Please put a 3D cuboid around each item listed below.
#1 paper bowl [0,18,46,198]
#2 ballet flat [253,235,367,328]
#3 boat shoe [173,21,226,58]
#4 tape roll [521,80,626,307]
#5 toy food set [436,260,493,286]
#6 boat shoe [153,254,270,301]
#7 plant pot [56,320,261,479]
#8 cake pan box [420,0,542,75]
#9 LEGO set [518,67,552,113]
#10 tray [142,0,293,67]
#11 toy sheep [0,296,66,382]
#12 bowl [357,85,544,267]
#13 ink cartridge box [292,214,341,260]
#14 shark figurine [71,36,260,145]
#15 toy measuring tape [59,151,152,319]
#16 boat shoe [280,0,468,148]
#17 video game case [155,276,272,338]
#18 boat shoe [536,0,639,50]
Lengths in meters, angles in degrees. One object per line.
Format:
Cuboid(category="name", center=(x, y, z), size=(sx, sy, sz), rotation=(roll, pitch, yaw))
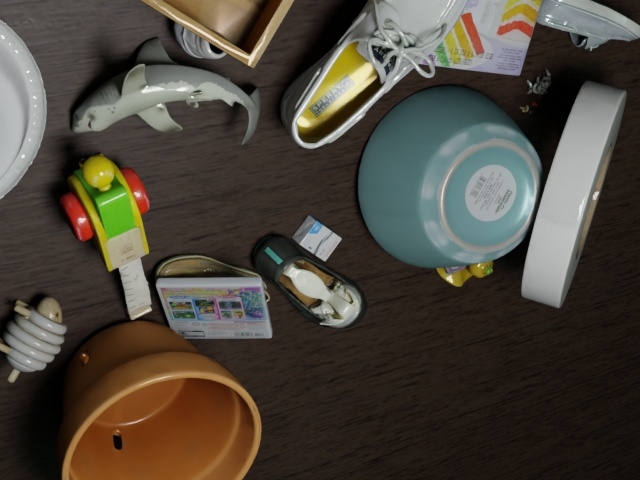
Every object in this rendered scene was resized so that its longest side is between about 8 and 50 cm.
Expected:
Cuboid(category="paper bowl", center=(-0.465, -0.150, 1.194), size=(0.284, 0.148, 0.284), rotation=(-16, 123, -27))
Cuboid(category="ballet flat", center=(-0.001, 0.089, 1.657), size=(0.280, 0.096, 0.095), rotation=(34, 93, -40))
Cuboid(category="boat shoe", center=(-0.107, -0.364, 1.334), size=(0.096, 0.088, 0.267), rotation=(27, 90, -42))
Cuboid(category="tape roll", center=(0.431, -0.075, 1.723), size=(0.392, 0.072, 0.392), rotation=(17, 90, -74))
Cuboid(category="toy food set", center=(0.262, -0.005, 1.793), size=(0.128, 0.071, 0.218), rotation=(-32, 128, -15))
Cuboid(category="boat shoe", center=(-0.160, 0.066, 1.557), size=(0.190, 0.072, 0.068), rotation=(6, 111, -35))
Cuboid(category="plant pot", center=(-0.257, 0.255, 1.500), size=(0.291, 0.203, 0.291), rotation=(-13, 125, -20))
Cuboid(category="cake pan box", center=(0.228, -0.389, 1.566), size=(0.267, 0.070, 0.246), rotation=(2, 112, -33))
Cuboid(category="LEGO set", center=(0.379, -0.257, 1.762), size=(0.054, 0.023, 0.083), rotation=(-2, 115, -32))
Cuboid(category="tray", center=(-0.207, -0.399, 1.203), size=(0.411, 0.076, 0.203), rotation=(29, 95, -24))
Cuboid(category="toy sheep", center=(-0.408, 0.139, 1.430), size=(0.091, 0.091, 0.132), rotation=(29, 92, -40))
Cuboid(category="bowl", center=(0.231, -0.084, 1.624), size=(0.311, 0.163, 0.312), rotation=(-5, 106, -19))
Cuboid(category="ink cartridge box", center=(0.000, 0.000, 1.653), size=(0.083, 0.028, 0.048), rotation=(34, 94, -41))
Cuboid(category="shark figurine", center=(-0.191, -0.220, 1.370), size=(0.278, 0.116, 0.166), rotation=(-4, 151, -23))
Cuboid(category="toy measuring tape", center=(-0.295, -0.015, 1.431), size=(0.121, 0.121, 0.330), rotation=(-27, 149, -18))
Cuboid(category="boat shoe", center=(0.084, -0.268, 1.429), size=(0.367, 0.156, 0.136), rotation=(-42, 111, 11))
Cuboid(category="video game case", center=(-0.158, 0.103, 1.536), size=(0.157, 0.019, 0.143), rotation=(0, 141, 5))
Cuboid(category="boat shoe", center=(0.451, -0.369, 1.722), size=(0.227, 0.079, 0.081), rotation=(11, 117, -32))
